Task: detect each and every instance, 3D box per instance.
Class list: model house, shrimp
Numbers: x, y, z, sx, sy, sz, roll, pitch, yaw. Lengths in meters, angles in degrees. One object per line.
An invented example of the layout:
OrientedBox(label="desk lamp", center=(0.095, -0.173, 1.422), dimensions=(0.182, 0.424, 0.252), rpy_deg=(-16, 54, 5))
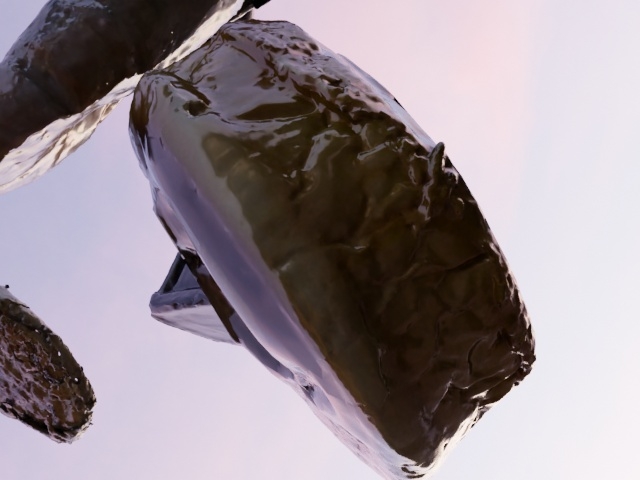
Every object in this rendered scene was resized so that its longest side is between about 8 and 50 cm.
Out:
OrientedBox(label="model house", center=(-0.062, 0.025, 1.674), dimensions=(0.297, 0.317, 0.282), rpy_deg=(31, -117, -33))
OrientedBox(label="shrimp", center=(-0.122, -0.180, 0.831), dimensions=(0.445, 0.221, 0.110), rpy_deg=(-43, -89, -13))

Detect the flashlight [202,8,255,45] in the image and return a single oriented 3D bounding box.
OrientedBox(label="flashlight", center=(-0.097, -0.431, 1.352), dimensions=(0.103, 0.103, 0.424), rpy_deg=(5, -76, -48))

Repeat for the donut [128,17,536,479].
OrientedBox(label="donut", center=(0.000, 0.000, 0.669), dimensions=(0.160, 0.330, 0.330), rpy_deg=(-42, -50, -11))

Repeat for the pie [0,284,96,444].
OrientedBox(label="pie", center=(-0.394, 0.155, 1.337), dimensions=(0.055, 0.274, 0.274), rpy_deg=(-47, -49, -38))
